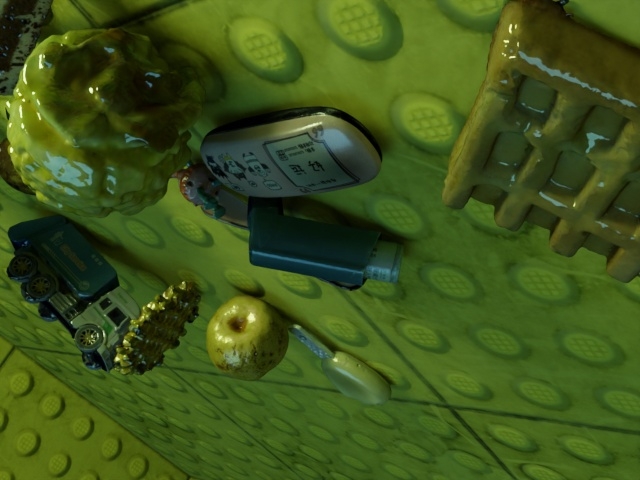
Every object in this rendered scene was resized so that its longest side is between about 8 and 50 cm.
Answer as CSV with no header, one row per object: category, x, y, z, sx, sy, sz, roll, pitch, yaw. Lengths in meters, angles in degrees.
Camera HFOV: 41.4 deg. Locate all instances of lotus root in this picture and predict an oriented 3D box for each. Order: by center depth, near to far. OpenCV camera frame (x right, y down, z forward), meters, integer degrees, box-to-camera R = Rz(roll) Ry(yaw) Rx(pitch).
lotus root,-0.504,-0.140,1.514,0.209,0.120,0.120,13,148,34

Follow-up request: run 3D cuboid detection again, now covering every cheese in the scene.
cheese,0.030,0.251,1.744,0.255,0.050,0.127,42,152,-20

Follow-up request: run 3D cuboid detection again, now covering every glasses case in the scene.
glasses case,-0.049,-0.118,1.161,0.314,0.075,0.122,-2,142,45

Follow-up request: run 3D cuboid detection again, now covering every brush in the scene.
brush,-0.064,-0.002,1.391,0.312,0.072,0.067,26,166,8

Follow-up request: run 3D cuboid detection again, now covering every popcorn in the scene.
popcorn,-0.282,-0.164,1.121,0.293,0.293,0.237,28,150,2

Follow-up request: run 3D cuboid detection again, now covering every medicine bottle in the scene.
medicine bottle,0.000,0.000,1.299,0.258,0.124,0.079,12,142,7

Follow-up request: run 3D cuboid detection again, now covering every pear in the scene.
pear,-0.146,0.200,1.699,0.178,0.178,0.178,23,152,13

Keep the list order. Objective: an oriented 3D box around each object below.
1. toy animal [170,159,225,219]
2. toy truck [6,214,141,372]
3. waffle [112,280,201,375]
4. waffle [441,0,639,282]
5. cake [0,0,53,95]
toy animal,-0.224,-0.103,1.351,0.208,0.100,0.103,21,130,34
toy truck,-0.532,0.107,1.820,0.367,0.175,0.146,44,158,14
waffle,-0.340,0.190,1.788,0.051,0.231,0.229,35,132,18
waffle,0.310,-0.076,0.892,0.348,0.077,0.304,25,152,8
cake,-0.448,-0.322,1.164,0.112,0.135,0.246,-1,153,-32
